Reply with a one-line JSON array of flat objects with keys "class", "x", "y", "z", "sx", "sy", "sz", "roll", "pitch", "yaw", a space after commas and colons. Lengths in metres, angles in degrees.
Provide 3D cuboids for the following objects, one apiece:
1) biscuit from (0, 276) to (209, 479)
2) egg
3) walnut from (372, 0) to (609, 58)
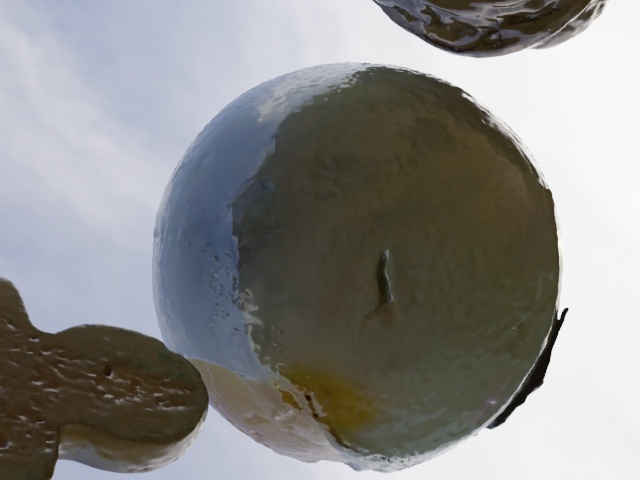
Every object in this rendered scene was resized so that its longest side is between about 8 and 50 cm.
[{"class": "biscuit", "x": -0.157, "y": 0.060, "z": 0.490, "sx": 0.234, "sy": 0.030, "sz": 0.153, "roll": 10, "pitch": -149, "yaw": -31}, {"class": "egg", "x": 0.000, "y": 0.000, "z": 0.827, "sx": 0.201, "sy": 0.337, "sz": 0.337, "roll": 30, "pitch": -128, "yaw": -63}, {"class": "walnut", "x": 0.133, "y": -0.247, "z": 0.945, "sx": 0.198, "sy": 0.245, "sz": 0.198, "roll": -27, "pitch": -50, "yaw": -38}]
